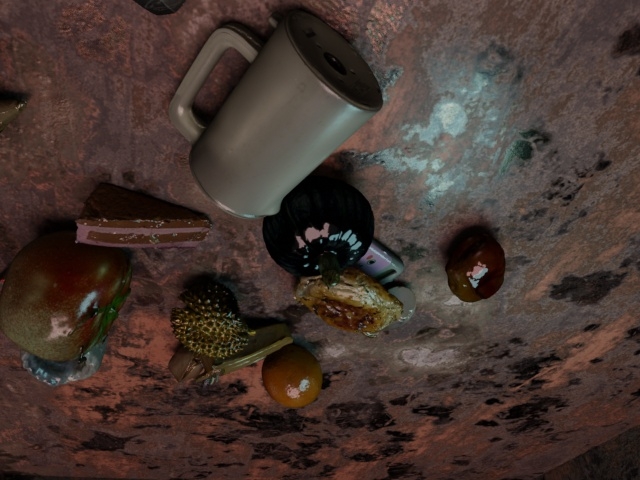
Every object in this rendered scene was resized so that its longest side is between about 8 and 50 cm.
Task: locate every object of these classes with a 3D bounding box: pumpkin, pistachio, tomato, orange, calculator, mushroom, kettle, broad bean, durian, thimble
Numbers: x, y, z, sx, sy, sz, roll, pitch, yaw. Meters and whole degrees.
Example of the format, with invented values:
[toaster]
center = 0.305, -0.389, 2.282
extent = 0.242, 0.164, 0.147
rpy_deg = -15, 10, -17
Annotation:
[pumpkin]
center = 0.000, 0.000, 1.049
extent = 0.247, 0.248, 0.248
rpy_deg = -2, 138, -2
[pistachio]
center = -0.419, 0.385, 1.550
extent = 0.113, 0.113, 0.149
rpy_deg = 19, 135, -24
[tomato]
center = -0.597, 0.125, 1.147
extent = 0.238, 0.304, 0.304
rpy_deg = 24, 134, -6
[orange]
center = -0.092, 0.430, 1.564
extent = 0.205, 0.206, 0.206
rpy_deg = -2, 138, -2
[calculator]
center = 0.110, 0.053, 1.265
extent = 0.141, 0.045, 0.246
rpy_deg = -32, 132, 29
[mushroom]
center = 0.193, 0.214, 1.426
extent = 0.116, 0.093, 0.225
rpy_deg = 24, 143, -5
[kettle]
center = -0.092, -0.213, 0.838
extent = 0.264, 0.205, 0.318
rpy_deg = 24, 134, -31
[broad bean]
center = 0.400, 0.075, 1.256
extent = 0.156, 0.122, 0.229
rpy_deg = -31, 144, -7
[durian]
center = -0.266, 0.202, 1.298
extent = 0.237, 0.194, 0.138
rpy_deg = 16, 126, -30
[thimble]
center = -0.713, 0.292, 1.377
extent = 0.204, 0.172, 0.250
rpy_deg = 5, 136, -12

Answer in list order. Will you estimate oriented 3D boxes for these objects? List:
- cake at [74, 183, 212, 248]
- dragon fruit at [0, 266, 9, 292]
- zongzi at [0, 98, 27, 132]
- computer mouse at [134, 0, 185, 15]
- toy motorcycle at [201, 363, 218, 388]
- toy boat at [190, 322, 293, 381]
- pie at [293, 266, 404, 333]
[cake]
center = -0.396, -0.044, 1.105
extent = 0.295, 0.113, 0.116
rpy_deg = 9, 140, -33
[dragon fruit]
center = -0.794, 0.109, 1.252
extent = 0.083, 0.056, 0.060
rpy_deg = -28, 132, 23
[zongzi]
center = -0.648, -0.238, 0.852
extent = 0.197, 0.099, 0.194
rpy_deg = -34, 131, 16
[computer mouse]
center = -0.272, -0.424, 0.683
extent = 0.126, 0.071, 0.231
rpy_deg = -17, 136, 14
[toy motorcycle]
center = -0.319, 0.367, 1.524
extent = 0.074, 0.106, 0.190
rpy_deg = 25, 99, 2
[toy boat]
center = -0.228, 0.327, 1.440
extent = 0.310, 0.089, 0.115
rpy_deg = -18, 148, -29
[pie]
center = 0.057, 0.154, 1.287
extent = 0.307, 0.086, 0.308
rpy_deg = 13, 150, 8
